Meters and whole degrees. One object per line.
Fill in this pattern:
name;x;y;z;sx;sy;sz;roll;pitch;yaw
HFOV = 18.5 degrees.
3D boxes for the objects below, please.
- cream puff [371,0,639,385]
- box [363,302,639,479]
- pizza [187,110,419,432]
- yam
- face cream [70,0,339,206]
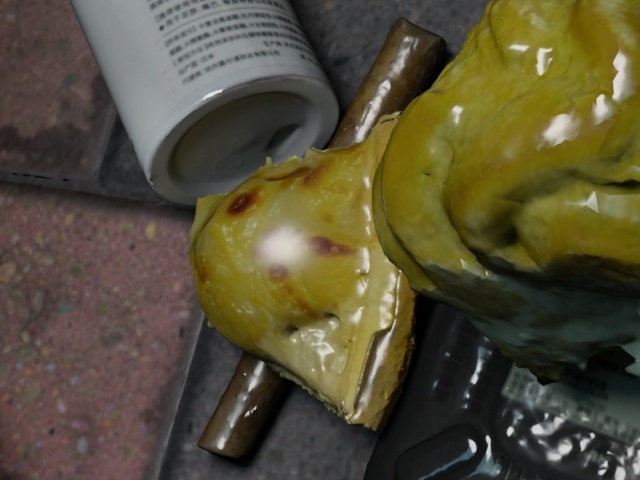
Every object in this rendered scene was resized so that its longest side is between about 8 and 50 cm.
cream puff;0.196;-0.069;1.055;0.323;0.274;0.270;4;67;23
box;0.190;0.094;1.194;0.290;0.073;0.289;20;81;31
pizza;-0.016;0.029;1.267;0.188;0.080;0.204;-14;65;31
yam;0.000;0.000;1.344;0.327;0.045;0.045;-64;19;-6
face cream;-0.120;-0.209;1.423;0.145;0.145;0.369;-33;59;13
